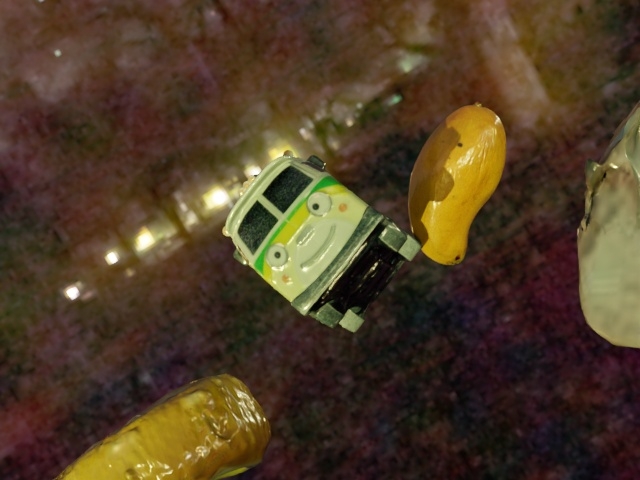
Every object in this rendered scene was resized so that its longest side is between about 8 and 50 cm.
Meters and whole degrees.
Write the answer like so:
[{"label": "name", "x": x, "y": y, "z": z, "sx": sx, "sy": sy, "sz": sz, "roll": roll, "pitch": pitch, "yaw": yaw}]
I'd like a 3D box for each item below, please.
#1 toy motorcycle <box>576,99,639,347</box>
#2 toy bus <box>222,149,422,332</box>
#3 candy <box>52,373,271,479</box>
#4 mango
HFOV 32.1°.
[{"label": "toy motorcycle", "x": 0.253, "y": -0.021, "z": 0.396, "sx": 0.319, "sy": 0.241, "sz": 0.182, "roll": -19, "pitch": 25, "yaw": 21}, {"label": "toy bus", "x": 0.000, "y": 0.000, "z": 1.198, "sx": 0.133, "sy": 0.165, "sz": 0.276, "roll": -52, "pitch": -14, "yaw": 2}, {"label": "candy", "x": -0.177, "y": 0.252, "z": 1.246, "sx": 0.260, "sy": 0.118, "sz": 0.260, "roll": -32, "pitch": -12, "yaw": -8}, {"label": "mango", "x": 0.153, "y": -0.068, "z": 1.279, "sx": 0.075, "sy": 0.098, "sz": 0.190, "roll": -40, "pitch": -31, "yaw": -74}]
